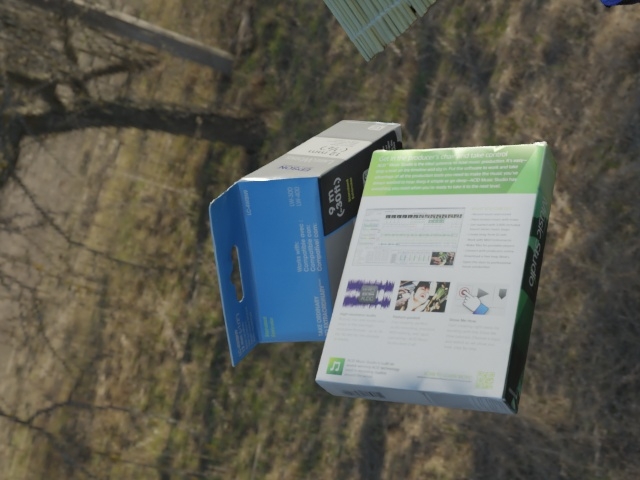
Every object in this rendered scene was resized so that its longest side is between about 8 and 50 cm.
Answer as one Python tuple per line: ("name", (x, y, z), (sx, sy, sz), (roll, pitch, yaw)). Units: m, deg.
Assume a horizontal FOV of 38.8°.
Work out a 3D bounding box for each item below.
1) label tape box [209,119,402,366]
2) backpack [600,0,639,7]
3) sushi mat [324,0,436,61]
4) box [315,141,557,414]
("label tape box", (0.000, 0.000, 1.283), (0.348, 0.115, 0.249), (-38, -51, -50))
("backpack", (0.329, -0.287, 0.883), (0.101, 0.120, 0.098), (-26, 78, 65))
("sushi mat", (-0.022, -0.283, 0.631), (0.019, 0.316, 0.151), (-38, 2, -32))
("box", (0.141, 0.035, 1.077), (0.232, 0.058, 0.322), (1, 64, 31))
